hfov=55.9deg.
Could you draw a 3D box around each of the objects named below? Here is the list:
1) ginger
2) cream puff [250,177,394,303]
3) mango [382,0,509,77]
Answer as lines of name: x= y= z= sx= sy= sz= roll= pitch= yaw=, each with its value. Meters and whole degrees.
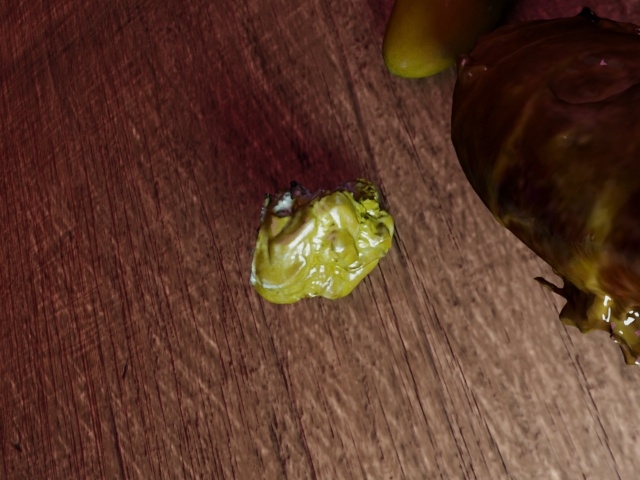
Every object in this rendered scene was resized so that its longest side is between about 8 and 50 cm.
ginger: x=0.232 y=-0.004 z=0.413 sx=0.176 sy=0.254 sz=0.418 roll=-24 pitch=44 yaw=-15
cream puff: x=0.001 y=0.000 z=0.597 sx=0.156 sy=0.156 sz=0.121 roll=-1 pitch=95 yaw=33
mango: x=0.125 y=-0.232 z=0.584 sx=0.111 sy=0.090 sz=0.163 roll=34 pitch=110 yaw=45
